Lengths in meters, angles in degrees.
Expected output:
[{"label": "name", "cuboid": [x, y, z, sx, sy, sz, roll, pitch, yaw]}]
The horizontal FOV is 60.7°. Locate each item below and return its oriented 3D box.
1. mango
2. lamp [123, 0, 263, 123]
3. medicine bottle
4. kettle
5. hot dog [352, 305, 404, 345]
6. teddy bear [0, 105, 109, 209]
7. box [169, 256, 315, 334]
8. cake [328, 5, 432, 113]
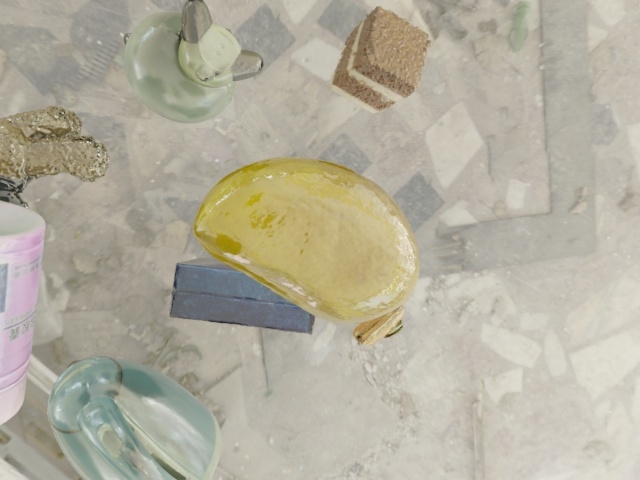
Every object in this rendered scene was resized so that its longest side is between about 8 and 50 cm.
[{"label": "mango", "cuboid": [0.006, -0.006, 0.718, 0.332, 0.142, 0.195, 35, 82, -35]}, {"label": "lamp", "cuboid": [-0.222, -0.299, 0.927, 0.198, 0.244, 0.197, 0, 90, -38]}, {"label": "medicine bottle", "cuboid": [-0.427, 0.088, 0.657, 0.152, 0.152, 0.253, 12, 107, -7]}, {"label": "kettle", "cuboid": [-0.346, 0.365, 1.019, 0.247, 0.320, 0.342, -43, 138, -19]}, {"label": "hot dog", "cuboid": [0.112, 0.156, 0.993, 0.133, 0.056, 0.041, -30, 117, -37]}, {"label": "teddy bear", "cuboid": [-0.450, -0.113, 0.778, 0.251, 0.129, 0.182, -35, 65, -6]}, {"label": "box", "cuboid": [-0.144, 0.103, 1.108, 0.262, 0.279, 0.116, 9, 90, -4]}, {"label": "cake", "cuboid": [0.108, -0.330, 1.029, 0.135, 0.147, 0.135, 23, 69, -17]}]
